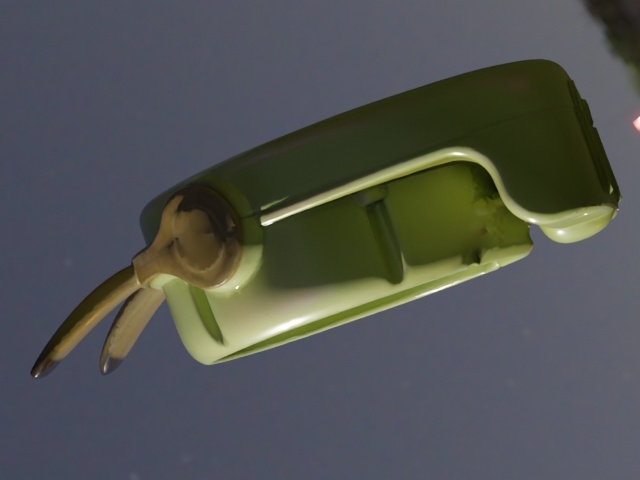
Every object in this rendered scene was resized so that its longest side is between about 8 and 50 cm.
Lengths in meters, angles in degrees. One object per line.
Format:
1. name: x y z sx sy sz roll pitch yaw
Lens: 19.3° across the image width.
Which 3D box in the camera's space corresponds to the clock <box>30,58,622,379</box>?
1. clock: 0.000 0.000 0.741 0.170 0.232 0.069 0 -110 -78
